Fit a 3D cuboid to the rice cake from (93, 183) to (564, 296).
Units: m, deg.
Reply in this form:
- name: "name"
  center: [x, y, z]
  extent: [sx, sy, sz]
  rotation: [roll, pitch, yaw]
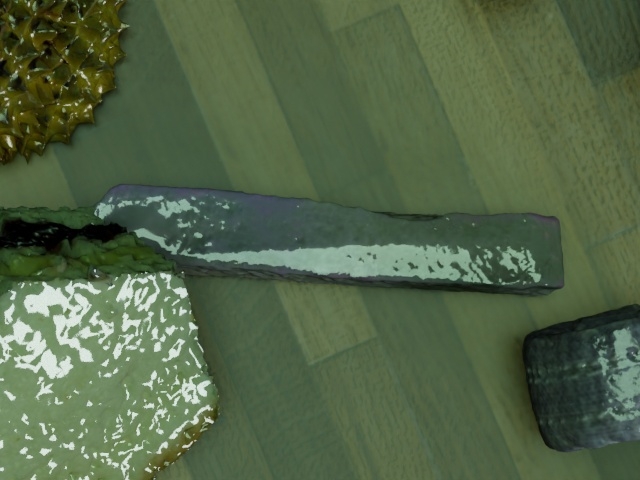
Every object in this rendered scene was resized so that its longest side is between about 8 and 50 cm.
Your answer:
- name: "rice cake"
  center: [0.001, 0.000, 1.510]
  extent: [0.399, 0.064, 0.070]
  rotation: [5, 78, -2]

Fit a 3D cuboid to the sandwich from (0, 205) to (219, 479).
- name: "sandwich"
  center: [-0.237, 0.122, 1.405]
  extent: [0.325, 0.131, 0.262]
  rotation: [-50, 131, -3]

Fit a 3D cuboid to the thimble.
- name: "thimble"
  center: [0.238, 0.107, 1.475]
  extent: [0.150, 0.150, 0.098]
  rotation: [-13, 89, -3]

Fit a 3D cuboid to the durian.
- name: "durian"
  center: [-0.256, -0.167, 1.479]
  extent: [0.183, 0.138, 0.249]
  rotation: [18, 81, 7]
